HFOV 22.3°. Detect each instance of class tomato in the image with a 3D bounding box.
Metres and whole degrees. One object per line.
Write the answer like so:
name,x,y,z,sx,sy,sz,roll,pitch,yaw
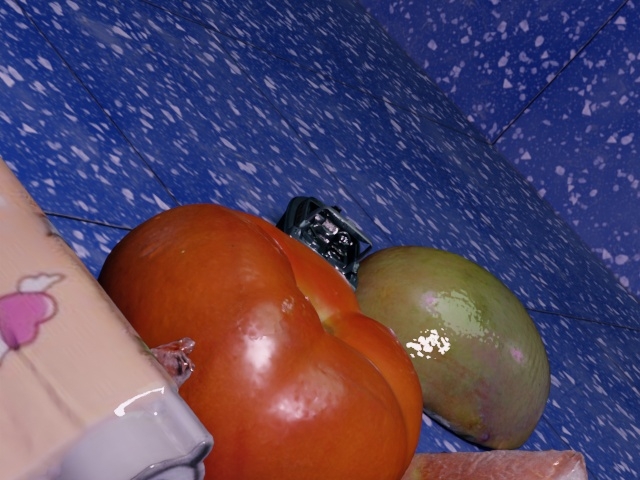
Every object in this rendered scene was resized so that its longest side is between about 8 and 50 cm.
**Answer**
tomato,-0.049,0.097,1.104,0.260,0.180,0.260,41,17,-15

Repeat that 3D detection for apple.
apple,0.147,0.111,1.671,0.265,0.120,0.193,35,28,-15

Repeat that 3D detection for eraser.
eraser,-0.203,0.058,0.890,0.290,0.171,0.087,50,-11,24

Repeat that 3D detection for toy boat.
toy boat,0.000,0.000,1.628,0.093,0.103,0.246,40,13,-8

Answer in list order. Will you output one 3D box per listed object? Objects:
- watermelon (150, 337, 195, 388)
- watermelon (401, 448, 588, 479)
watermelon,-0.140,0.110,0.962,0.121,0.158,0.098,16,16,4
watermelon,0.101,0.229,1.201,0.207,0.202,0.136,-117,-166,-46
